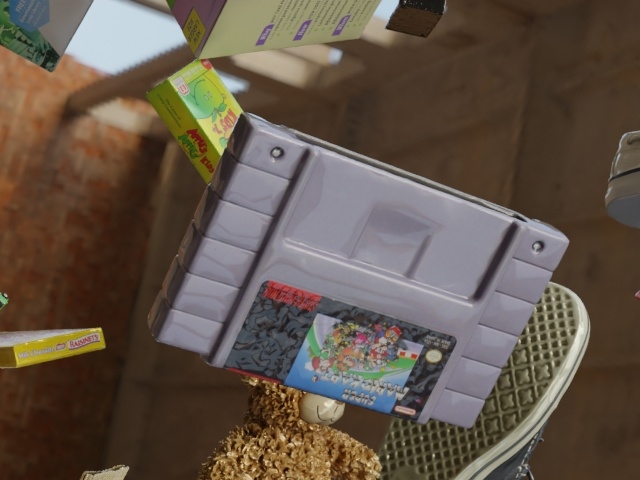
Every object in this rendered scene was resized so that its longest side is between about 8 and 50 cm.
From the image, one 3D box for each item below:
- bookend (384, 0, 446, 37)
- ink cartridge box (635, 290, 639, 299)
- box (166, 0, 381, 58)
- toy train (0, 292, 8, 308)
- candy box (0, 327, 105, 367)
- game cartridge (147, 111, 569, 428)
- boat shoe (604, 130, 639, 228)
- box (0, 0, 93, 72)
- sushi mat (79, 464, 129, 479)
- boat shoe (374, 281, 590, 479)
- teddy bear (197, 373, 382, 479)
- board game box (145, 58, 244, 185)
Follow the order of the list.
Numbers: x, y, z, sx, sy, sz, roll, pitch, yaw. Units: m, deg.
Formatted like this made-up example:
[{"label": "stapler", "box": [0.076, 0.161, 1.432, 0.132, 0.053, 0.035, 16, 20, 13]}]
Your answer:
[{"label": "bookend", "box": [0.159, -0.415, 2.403, 0.156, 0.072, 0.157, 135, -33, -82]}, {"label": "ink cartridge box", "box": [0.445, 0.034, 1.532, 0.231, 0.078, 0.134, -31, -170, -2]}, {"label": "box", "box": [-0.033, -0.337, 1.820, 0.117, 0.243, 0.213, 62, -36, 22]}, {"label": "toy train", "box": [-0.417, 0.096, 1.900, 0.083, 0.017, 0.023, -42, -165, 15]}, {"label": "candy box", "box": [-0.324, 0.113, 1.608, 0.206, 0.105, 0.027, -6, -84, 50]}, {"label": "game cartridge", "box": [0.039, 0.042, 1.442, 0.230, 0.355, 0.068, -67, -153, 11]}, {"label": "boat shoe", "box": [0.495, -0.114, 1.714, 0.367, 0.136, 0.156, -11, -121, 40]}, {"label": "box", "box": [-0.427, -0.387, 1.949, 0.232, 0.322, 0.058, -55, -166, 26]}, {"label": "sushi mat", "box": [-0.400, 0.492, 2.399, 0.019, 0.151, 0.316, 29, -83, 16]}, {"label": "boat shoe", "box": [0.187, 0.270, 2.006, 0.187, 0.156, 0.500, 37, -80, 33]}, {"label": "teddy bear", "box": [-0.039, 0.285, 1.824, 0.113, 0.245, 0.338, 13, -104, 61]}, {"label": "board game box", "box": [-0.121, -0.123, 1.829, 0.043, 0.181, 0.092, -30, -171, 34]}]
